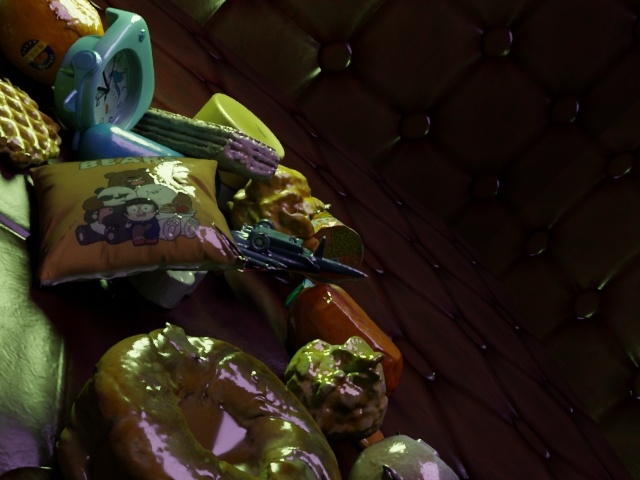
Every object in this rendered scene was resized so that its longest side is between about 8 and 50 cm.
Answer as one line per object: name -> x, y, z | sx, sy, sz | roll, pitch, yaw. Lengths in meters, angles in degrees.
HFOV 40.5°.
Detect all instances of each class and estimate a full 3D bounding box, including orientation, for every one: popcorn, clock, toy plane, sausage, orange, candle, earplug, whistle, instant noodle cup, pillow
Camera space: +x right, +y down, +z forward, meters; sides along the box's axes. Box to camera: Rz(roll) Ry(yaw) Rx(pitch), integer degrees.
popcorn -> 0.025, 0.250, 1.444 | 0.187, 0.185, 0.167 | 75, 4, -60
clock -> -0.424, -0.299, 1.675 | 0.094, 0.223, 0.274 | 18, 46, 14
popcorn -> -0.099, -0.048, 1.913 | 0.253, 0.191, 0.190 | 48, 27, -21
toy plane -> -0.066, 0.026, 1.676 | 0.326, 0.104, 0.223 | 6, 18, 1
sausage -> 0.044, 0.204, 1.683 | 0.268, 0.141, 0.153 | 47, 15, 15
orange -> -0.536, -0.412, 1.724 | 0.219, 0.193, 0.219 | 34, 40, -35
candle -> -0.276, 0.031, 1.462 | 0.168, 0.068, 0.192 | 41, 12, -2
earplug -> -0.335, -0.133, 1.648 | 0.273, 0.132, 0.132 | 27, 22, -38
whistle -> 0.140, 0.432, 1.380 | 0.189, 0.189, 0.348 | 57, -3, 38
instant noodle cup -> 0.000, 0.000, 2.118 | 0.168, 0.168, 0.185 | 35, 9, -30
pillow -> -0.290, -0.041, 1.344 | 0.310, 0.119, 0.312 | -7, 36, -13

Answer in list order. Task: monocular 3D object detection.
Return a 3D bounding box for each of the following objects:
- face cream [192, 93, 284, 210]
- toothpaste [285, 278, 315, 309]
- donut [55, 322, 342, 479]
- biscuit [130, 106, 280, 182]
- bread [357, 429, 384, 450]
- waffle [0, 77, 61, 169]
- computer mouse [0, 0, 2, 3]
face cream -> -0.220, -0.205, 2.015 | 0.218, 0.179, 0.218 | 41, 16, -14
toothpaste -> 0.044, 0.193, 1.859 | 0.267, 0.065, 0.050 | 42, 15, -10
donut -> -0.130, 0.267, 1.030 | 0.360, 0.170, 0.360 | 35, 20, -15
biscuit -> -0.261, -0.205, 1.774 | 0.144, 0.078, 0.426 | 22, -2, -44
bread -> 0.083, 0.356, 1.606 | 0.110, 0.024, 0.110 | 41, 16, -15
waffle -> -0.553, -0.226, 1.459 | 0.291, 0.051, 0.291 | 43, 15, -15
computer mouse -> -0.704, -0.495, 1.702 | 0.159, 0.097, 0.288 | 42, 26, -14
